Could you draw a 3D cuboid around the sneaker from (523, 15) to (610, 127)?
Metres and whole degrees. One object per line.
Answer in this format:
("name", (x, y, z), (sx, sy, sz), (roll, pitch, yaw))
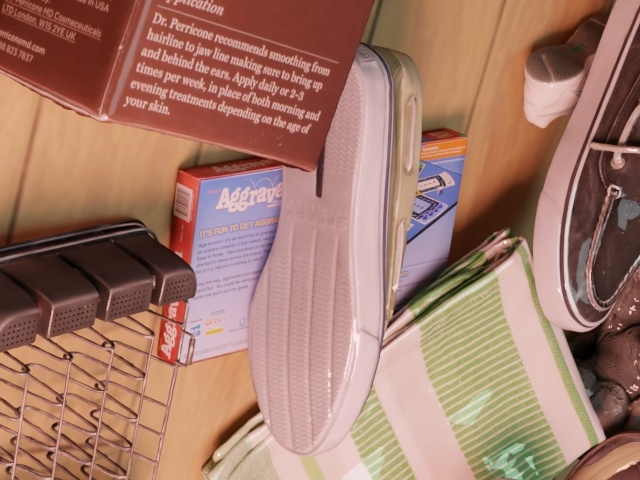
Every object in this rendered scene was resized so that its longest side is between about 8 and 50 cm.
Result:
("sneaker", (0.222, -0.144, 1.433), (0.152, 0.054, 0.061), (-27, 143, -33))

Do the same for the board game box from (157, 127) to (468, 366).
("board game box", (0.000, 0.000, 1.282), (0.281, 0.027, 0.145), (-11, 118, -43))

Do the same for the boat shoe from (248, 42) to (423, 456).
("boat shoe", (0.023, 0.008, 1.210), (0.094, 0.109, 0.302), (-8, 112, -46))

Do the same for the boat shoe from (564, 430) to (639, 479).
("boat shoe", (0.227, 0.327, 1.536), (0.132, 0.130, 0.355), (13, 125, -26))

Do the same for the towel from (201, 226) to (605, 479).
("towel", (0.078, 0.172, 1.381), (0.325, 0.038, 0.248), (-37, 123, -17))

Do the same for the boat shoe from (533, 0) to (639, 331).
("boat shoe", (0.266, -0.068, 1.370), (0.113, 0.105, 0.306), (27, 82, -44))

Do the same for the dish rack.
("dish rack", (-0.178, 0.134, 1.112), (0.208, 0.074, 0.271), (-14, 122, -50))

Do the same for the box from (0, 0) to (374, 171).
("box", (-0.045, -0.251, 1.026), (0.191, 0.143, 0.381), (12, 102, -48))

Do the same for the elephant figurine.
("elephant figurine", (0.271, 0.137, 1.568), (0.239, 0.186, 0.169), (-55, -177, 5))

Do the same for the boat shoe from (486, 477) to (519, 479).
("boat shoe", (0.219, 0.359, 1.401), (0.136, 0.157, 0.367), (-45, 129, -53))
